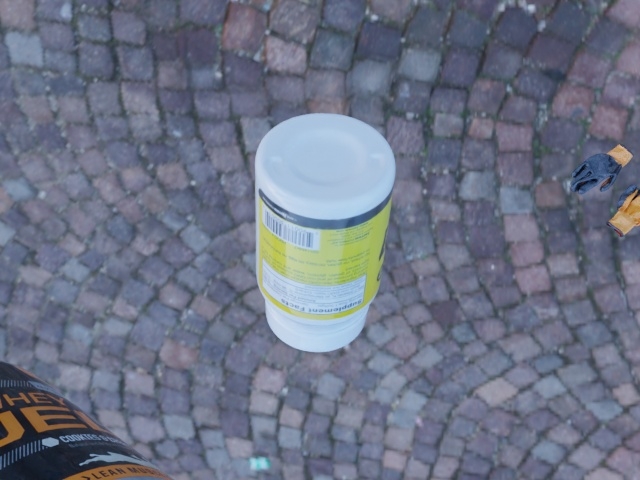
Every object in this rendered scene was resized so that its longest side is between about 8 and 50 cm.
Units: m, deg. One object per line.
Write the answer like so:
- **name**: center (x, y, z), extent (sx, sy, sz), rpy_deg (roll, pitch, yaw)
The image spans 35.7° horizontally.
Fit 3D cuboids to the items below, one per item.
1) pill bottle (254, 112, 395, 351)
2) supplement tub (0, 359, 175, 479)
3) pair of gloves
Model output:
- **pill bottle**: center (0.000, 0.000, 0.890), extent (0.119, 0.119, 0.208), rpy_deg (9, 138, 4)
- **supplement tub**: center (-0.193, 0.193, 0.610), extent (0.316, 0.193, 0.194), rpy_deg (23, 137, 39)
- **pair of gloves**: center (0.280, -0.049, 0.931), extent (0.083, 0.074, 0.010), rpy_deg (48, 164, 23)
